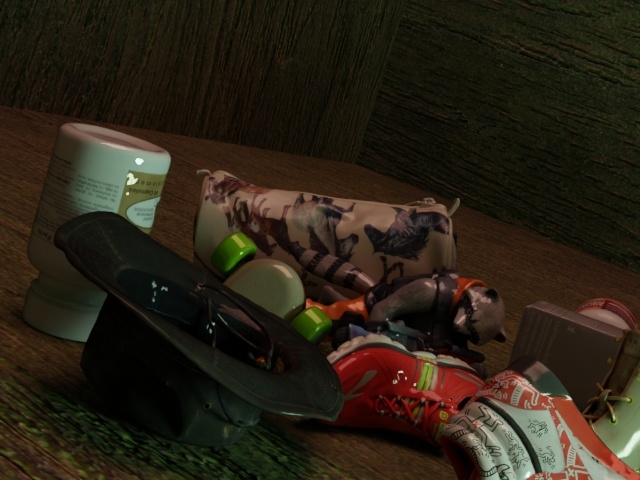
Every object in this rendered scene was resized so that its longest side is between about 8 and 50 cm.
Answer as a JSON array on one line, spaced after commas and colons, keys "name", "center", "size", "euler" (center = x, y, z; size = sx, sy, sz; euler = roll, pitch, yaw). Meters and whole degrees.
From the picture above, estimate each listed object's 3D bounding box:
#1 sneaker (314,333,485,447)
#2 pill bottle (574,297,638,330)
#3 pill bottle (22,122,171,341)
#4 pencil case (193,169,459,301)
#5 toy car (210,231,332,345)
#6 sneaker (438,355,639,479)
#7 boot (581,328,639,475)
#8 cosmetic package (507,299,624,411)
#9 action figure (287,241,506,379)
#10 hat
[{"name": "sneaker", "center": [0.106, 0.180, 1.430], "size": [0.279, 0.107, 0.118], "euler": [7, 23, -38]}, {"name": "pill bottle", "center": [0.448, 0.165, 2.052], "size": [0.121, 0.121, 0.221], "euler": [20, 9, 14]}, {"name": "pill bottle", "center": [-0.262, -0.008, 1.449], "size": [0.131, 0.229, 0.131], "euler": [17, 9, -3]}, {"name": "pencil case", "center": [0.000, 0.000, 1.880], "size": [0.410, 0.184, 0.160], "euler": [9, -9, 5]}, {"name": "toy car", "center": [-0.069, 0.101, 1.491], "size": [0.155, 0.149, 0.188], "euler": [44, -2, 18]}, {"name": "sneaker", "center": [0.236, 0.258, 1.260], "size": [0.270, 0.145, 0.090], "euler": [51, -21, 12]}, {"name": "boot", "center": [0.302, 0.190, 1.385], "size": [0.262, 0.203, 0.095], "euler": [14, 9, -24]}, {"name": "cosmetic package", "center": [0.402, 0.185, 1.845], "size": [0.238, 0.127, 0.107], "euler": [19, 9, 20]}, {"name": "action figure", "center": [0.077, 0.086, 1.630], "size": [0.330, 0.179, 0.341], "euler": [2, -12, 27]}, {"name": "hat", "center": [-0.141, 0.115, 1.254], "size": [0.331, 0.134, 0.331], "euler": [34, 12, -8]}]
